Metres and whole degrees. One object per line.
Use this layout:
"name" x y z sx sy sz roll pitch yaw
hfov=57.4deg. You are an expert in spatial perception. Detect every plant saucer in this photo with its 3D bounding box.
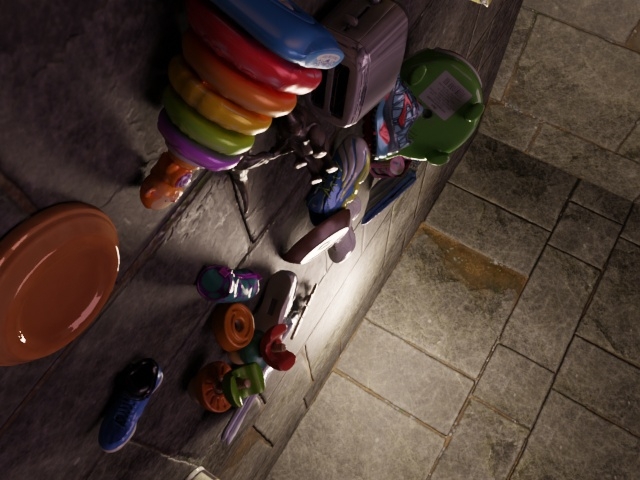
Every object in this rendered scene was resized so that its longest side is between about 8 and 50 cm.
"plant saucer" 0.000 0.000 1.378 0.198 0.036 0.198 -35 171 -6
"plant saucer" -0.291 0.054 0.641 0.200 0.037 0.200 -55 164 -25

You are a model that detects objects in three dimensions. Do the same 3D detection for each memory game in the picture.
"memory game" -0.048 0.210 1.727 0.186 0.012 0.186 25 90 -88

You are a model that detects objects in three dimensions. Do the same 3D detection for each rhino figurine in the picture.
"rhino figurine" -0.033 -0.179 0.979 0.073 0.106 0.243 -21 166 8

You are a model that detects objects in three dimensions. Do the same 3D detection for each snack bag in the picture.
"snack bag" -0.145 0.346 1.554 0.342 0.037 0.323 -60 178 -2

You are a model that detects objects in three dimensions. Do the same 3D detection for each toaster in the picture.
"toaster" 0.054 -0.296 0.988 0.146 0.129 0.227 -48 163 -30

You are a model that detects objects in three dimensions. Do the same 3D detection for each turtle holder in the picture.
"turtle holder" 0.255 -0.313 1.423 0.227 0.243 0.320 -71 174 -52

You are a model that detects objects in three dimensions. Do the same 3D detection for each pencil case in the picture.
"pencil case" -0.163 0.079 1.065 0.070 0.064 0.152 -37 168 8

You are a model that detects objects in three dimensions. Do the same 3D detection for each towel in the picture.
"towel" 0.203 -0.160 1.688 0.209 0.034 0.285 -43 -171 23

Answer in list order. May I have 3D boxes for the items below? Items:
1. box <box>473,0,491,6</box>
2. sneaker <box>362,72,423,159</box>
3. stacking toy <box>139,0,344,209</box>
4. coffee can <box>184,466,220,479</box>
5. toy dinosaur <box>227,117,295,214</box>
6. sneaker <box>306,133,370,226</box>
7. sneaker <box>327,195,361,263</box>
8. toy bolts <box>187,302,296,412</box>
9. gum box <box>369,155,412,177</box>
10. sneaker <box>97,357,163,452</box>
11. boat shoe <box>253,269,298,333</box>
"box" 0.168 -0.442 0.885 0.087 0.232 0.058 -61 165 -7
"sneaker" 0.157 -0.300 1.252 0.125 0.104 0.262 -14 140 -12
"stacking toy" -0.126 -0.146 0.670 0.302 0.166 0.175 -51 174 23
"coffee can" -0.271 0.775 1.575 0.201 0.275 0.201 -55 165 -23
"toy dinosaur" -0.106 -0.135 0.875 0.118 0.064 0.268 -43 162 -10
"sneaker" 0.036 -0.121 1.321 0.126 0.091 0.240 -45 159 -46
"sneaker" 0.035 -0.021 1.547 0.115 0.090 0.232 -40 146 -40
"toy bolts" -0.186 0.232 1.242 0.228 0.158 0.218 -15 93 -57
"gum box" 0.209 -0.253 1.603 0.062 0.107 0.188 45 69 -31
"sneaker" -0.304 0.255 0.922 0.152 0.058 0.084 -58 172 -29
"boat shoe" -0.109 0.176 1.399 0.227 0.079 0.081 -67 160 9
